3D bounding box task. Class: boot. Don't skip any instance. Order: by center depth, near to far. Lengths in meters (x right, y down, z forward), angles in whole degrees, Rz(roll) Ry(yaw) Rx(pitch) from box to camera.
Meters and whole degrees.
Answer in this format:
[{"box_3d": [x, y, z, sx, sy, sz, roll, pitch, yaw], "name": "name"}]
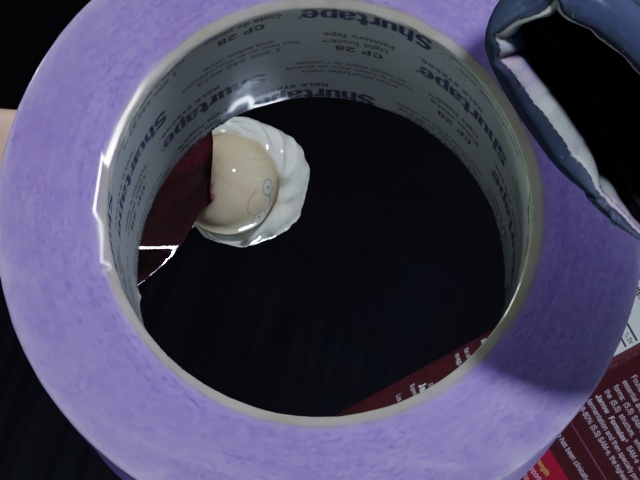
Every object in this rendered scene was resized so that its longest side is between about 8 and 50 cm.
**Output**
[{"box_3d": [0.113, -0.010, 0.420, 0.190, 0.086, 0.069, 45, -46, -13], "name": "boot"}]

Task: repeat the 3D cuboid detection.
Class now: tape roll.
[{"box_3d": [0.000, 0.000, 0.514, 0.189, 0.189, 0.080, 16, -14, 4], "name": "tape roll"}]

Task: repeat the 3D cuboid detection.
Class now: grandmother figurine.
[{"box_3d": [-0.134, -0.027, 1.055, 0.104, 0.342, 0.207, 44, -60, 27], "name": "grandmother figurine"}]

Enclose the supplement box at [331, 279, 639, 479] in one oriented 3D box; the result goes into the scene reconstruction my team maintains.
[{"box_3d": [0.105, 0.107, 0.772, 0.239, 0.073, 0.130, -29, -60, 8], "name": "supplement box"}]
